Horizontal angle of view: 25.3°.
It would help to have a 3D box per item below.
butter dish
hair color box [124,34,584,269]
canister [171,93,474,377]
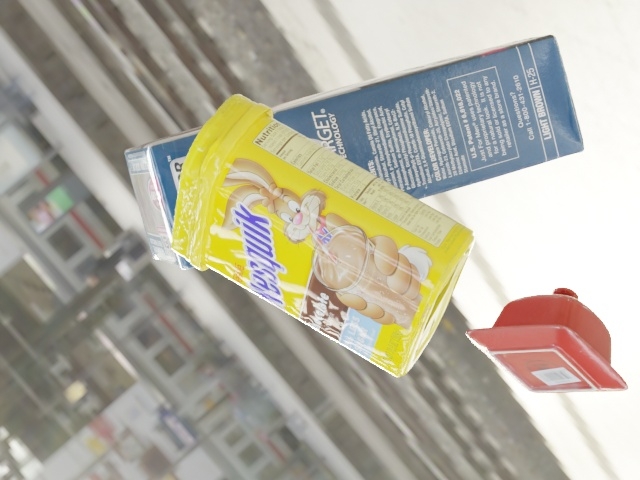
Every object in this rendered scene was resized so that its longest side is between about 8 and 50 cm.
[{"bbox_3d":[0.291,0.112,1.767,0.160,0.118,0.160,-8,140,44],"label":"butter dish"},{"bbox_3d":[0.022,-0.076,1.197,0.174,0.347,0.105,-174,67,-76],"label":"hair color box"},{"bbox_3d":[0.000,0.000,0.879,0.170,0.073,0.126,30,144,11],"label":"canister"}]
